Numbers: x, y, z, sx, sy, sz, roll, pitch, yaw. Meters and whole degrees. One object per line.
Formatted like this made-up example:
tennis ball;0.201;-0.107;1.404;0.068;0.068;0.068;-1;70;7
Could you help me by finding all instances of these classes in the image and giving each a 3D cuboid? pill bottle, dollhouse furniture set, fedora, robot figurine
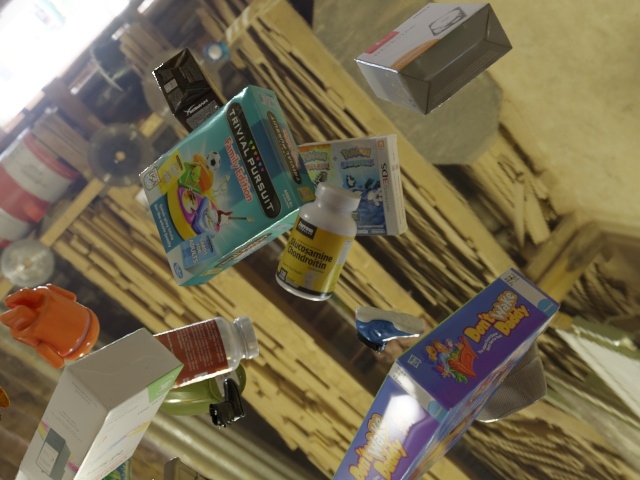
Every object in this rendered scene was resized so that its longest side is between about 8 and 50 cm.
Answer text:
pill bottle;-0.246;0.232;1.374;0.121;0.216;0.121;165;90;-75
dollhouse furniture set;-0.410;0.806;1.862;0.197;0.151;0.301;49;-168;-30
fedora;0.353;0.274;1.287;0.275;0.244;0.124;-34;82;53
robot figurine;-0.576;0.184;1.410;0.158;0.128;0.219;34;175;46
pill bottle;0.000;0.000;1.093;0.103;0.184;0.103;19;-166;-5

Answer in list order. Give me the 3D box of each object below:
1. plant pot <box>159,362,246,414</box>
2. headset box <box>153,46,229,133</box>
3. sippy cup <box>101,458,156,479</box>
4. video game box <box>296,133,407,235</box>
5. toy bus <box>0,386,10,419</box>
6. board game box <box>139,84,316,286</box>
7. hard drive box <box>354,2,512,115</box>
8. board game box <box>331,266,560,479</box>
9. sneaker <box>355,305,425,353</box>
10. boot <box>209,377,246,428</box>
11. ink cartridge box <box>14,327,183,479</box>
plant pot;-0.373;0.439;2.087;0.275;0.274;0.294;43;151;-25
headset box;-0.262;-0.293;1.598;0.293;0.110;0.218;53;-176;-47
sippy cup;-0.542;0.611;1.519;0.306;0.240;0.224;18;-135;-20
video game box;0.058;-0.102;1.251;0.205;0.186;0.048;-1;-168;33
toy bus;-0.878;0.383;1.496;0.212;0.220;0.149;23;143;25
board game box;-0.185;-0.095;1.250;0.079;0.336;0.253;-2;-115;-55
hard drive box;0.184;-0.317;1.115;0.089;0.181;0.232;53;180;-24
board game box;0.149;0.218;0.853;0.078;0.233;0.347;42;139;23
sneaker;0.141;0.191;1.322;0.152;0.084;0.058;9;-159;27
boot;-0.255;0.432;1.724;0.099;0.045;0.121;-7;-110;-52
ink cartridge box;-0.425;0.356;1.233;0.119;0.353;0.207;39;-153;13
